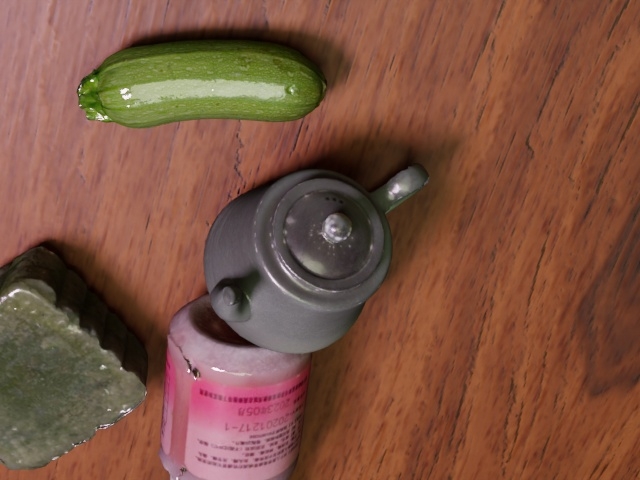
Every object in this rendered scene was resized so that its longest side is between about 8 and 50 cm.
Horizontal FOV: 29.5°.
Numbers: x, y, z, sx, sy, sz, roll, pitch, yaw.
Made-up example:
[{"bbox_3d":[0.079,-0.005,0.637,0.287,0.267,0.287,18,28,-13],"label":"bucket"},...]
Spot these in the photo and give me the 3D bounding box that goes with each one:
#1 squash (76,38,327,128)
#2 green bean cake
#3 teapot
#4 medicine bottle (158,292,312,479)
[{"bbox_3d":[-0.104,-0.137,1.069,0.219,0.068,0.077,-4,124,1],"label":"squash"},{"bbox_3d":[-0.283,0.120,1.188,0.183,0.094,0.185,-34,115,15],"label":"green bean cake"},{"bbox_3d":[0.000,0.000,1.071,0.239,0.149,0.162,-31,85,-25],"label":"teapot"},{"bbox_3d":[-0.087,0.180,1.202,0.147,0.147,0.247,5,119,-5],"label":"medicine bottle"}]
